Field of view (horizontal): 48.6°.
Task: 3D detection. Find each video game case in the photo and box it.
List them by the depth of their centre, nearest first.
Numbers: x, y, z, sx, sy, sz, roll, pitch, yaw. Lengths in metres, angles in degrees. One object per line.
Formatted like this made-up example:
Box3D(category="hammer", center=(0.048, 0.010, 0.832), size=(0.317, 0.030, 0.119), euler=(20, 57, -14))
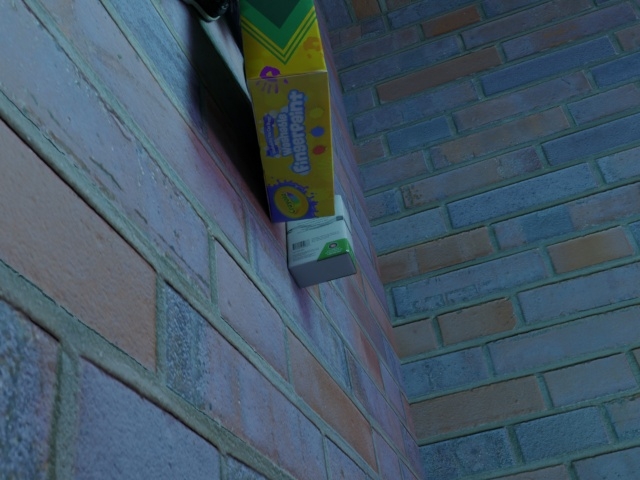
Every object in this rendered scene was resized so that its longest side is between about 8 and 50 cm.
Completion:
Box3D(category="video game case", center=(-0.224, -0.602, 1.883), size=(0.196, 0.026, 0.274), euler=(-94, 163, -49))

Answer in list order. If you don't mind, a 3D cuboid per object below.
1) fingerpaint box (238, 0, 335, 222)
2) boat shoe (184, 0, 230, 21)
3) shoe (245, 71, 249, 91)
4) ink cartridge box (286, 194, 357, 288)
Box3D(category="fingerpaint box", center=(-0.070, -0.319, 1.572), size=(0.444, 0.163, 0.371), euler=(85, -3, -54))
Box3D(category="boat shoe", center=(-0.232, -0.567, 1.538), size=(0.340, 0.113, 0.127), euler=(-21, 93, -80))
Box3D(category="shoe", center=(-0.147, -0.463, 1.858), size=(0.076, 0.058, 0.219), euler=(53, 39, -51))
Box3D(category="ink cartridge box", center=(0.000, 0.000, 1.749), size=(0.208, 0.153, 0.086), euler=(-95, 165, -45))
